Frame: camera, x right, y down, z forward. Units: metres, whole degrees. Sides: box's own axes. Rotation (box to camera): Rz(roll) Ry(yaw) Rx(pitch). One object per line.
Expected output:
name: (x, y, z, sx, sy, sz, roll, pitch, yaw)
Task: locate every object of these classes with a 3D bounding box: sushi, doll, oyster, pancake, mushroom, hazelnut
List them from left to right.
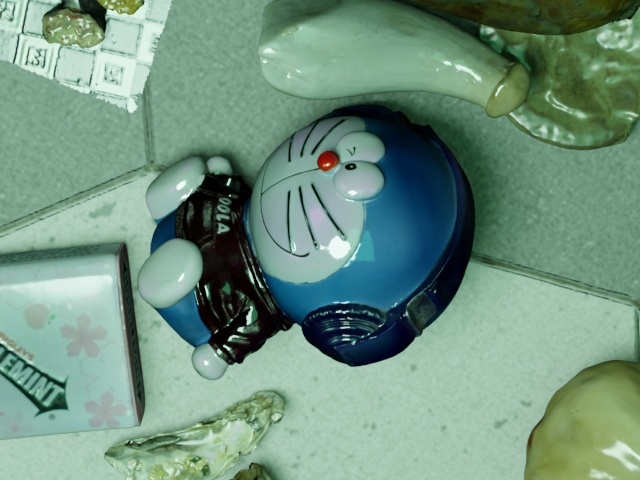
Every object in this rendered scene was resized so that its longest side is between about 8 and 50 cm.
sushi: (-0.239, -0.256, 1.729, 0.193, 0.040, 0.210, 21, 100, -5)
oyster: (-0.131, 0.220, 1.832, 0.200, 0.061, 0.106, -7, 119, 3)
doll: (0.000, 0.000, 1.695, 0.310, 0.284, 0.240, -21, 141, 16)
mushroom: (0.074, -0.187, 1.715, 0.270, 0.118, 0.103, 6, 141, -2)
pancake: (0.274, -0.207, 1.751, 0.222, 0.042, 0.236, 26, 97, 1)
hazelnut: (0.325, 0.243, 1.745, 0.261, 0.241, 0.261, -1, 97, -6)

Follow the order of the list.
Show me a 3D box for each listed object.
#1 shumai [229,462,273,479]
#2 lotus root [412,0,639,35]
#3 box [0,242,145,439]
shumai: (-0.098, 0.298, 1.813, 0.116, 0.145, 0.145, 7, 103, 31)
lotus root: (0.166, -0.319, 1.615, 0.346, 0.250, 0.250, 22, 100, 1)
box: (-0.372, 0.114, 1.766, 0.370, 0.112, 0.190, -7, 100, -1)
